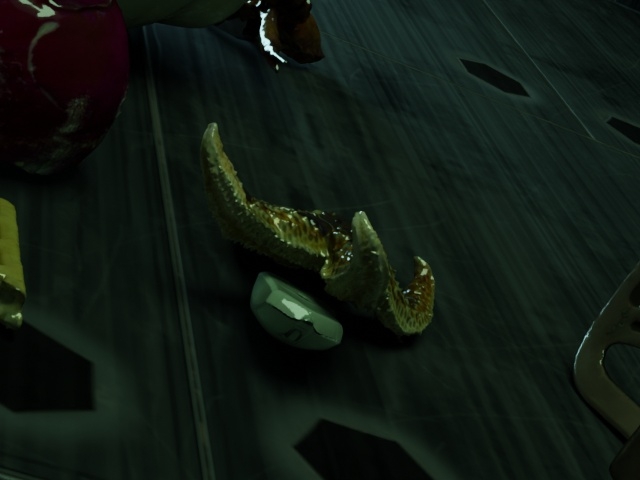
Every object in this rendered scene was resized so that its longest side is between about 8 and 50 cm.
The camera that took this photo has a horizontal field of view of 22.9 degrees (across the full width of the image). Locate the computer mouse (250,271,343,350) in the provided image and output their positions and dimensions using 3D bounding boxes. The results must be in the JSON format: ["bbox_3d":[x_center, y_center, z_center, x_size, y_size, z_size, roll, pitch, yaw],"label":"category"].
[{"bbox_3d":[-0.017,0.048,0.952,0.056,0.032,0.110,29,3,-8],"label":"computer mouse"}]

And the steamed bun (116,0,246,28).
[{"bbox_3d":[-0.126,-0.313,1.371,0.219,0.310,0.324,29,4,-29],"label":"steamed bun"}]

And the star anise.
[{"bbox_3d":[-0.060,-0.199,1.488,0.158,0.140,0.144,29,57,-12],"label":"star anise"}]

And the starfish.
[{"bbox_3d":[-0.001,0.002,1.012,0.216,0.071,0.238,26,-5,-19],"label":"starfish"}]

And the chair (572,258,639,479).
[{"bbox_3d":[0.249,0.097,0.967,0.183,0.175,0.326,17,24,-46],"label":"chair"}]

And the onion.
[{"bbox_3d":[-0.235,-0.132,1.022,0.218,0.140,0.195,-5,43,-48],"label":"onion"}]

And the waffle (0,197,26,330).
[{"bbox_3d":[-0.254,-0.011,0.842,0.191,0.032,0.125,15,25,-22],"label":"waffle"}]
